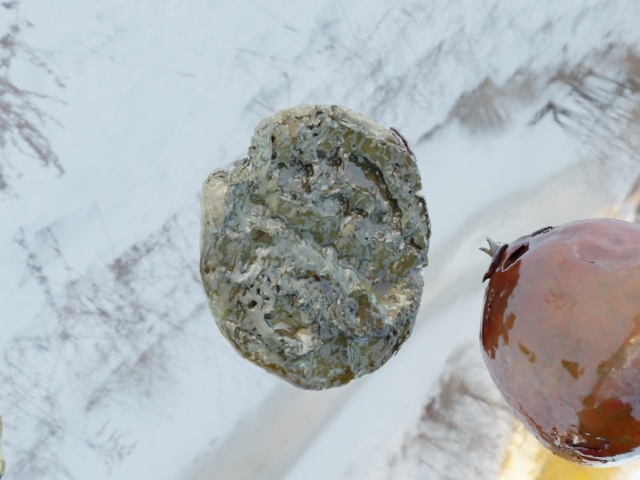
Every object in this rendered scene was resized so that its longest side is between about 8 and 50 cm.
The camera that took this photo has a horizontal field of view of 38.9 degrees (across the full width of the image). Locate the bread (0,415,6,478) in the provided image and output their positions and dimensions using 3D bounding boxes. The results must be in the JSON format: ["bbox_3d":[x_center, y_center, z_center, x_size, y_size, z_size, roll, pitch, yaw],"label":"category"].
[{"bbox_3d":[-0.451,0.215,1.049,0.132,0.190,0.114,-28,144,-42],"label":"bread"}]

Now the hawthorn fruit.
[{"bbox_3d":[0.289,0.090,1.016,0.276,0.307,0.276,-34,143,-30],"label":"hawthorn fruit"}]

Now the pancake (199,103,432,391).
[{"bbox_3d":[0.001,0.000,1.201,0.382,0.071,0.383,-2,94,-34],"label":"pancake"}]
